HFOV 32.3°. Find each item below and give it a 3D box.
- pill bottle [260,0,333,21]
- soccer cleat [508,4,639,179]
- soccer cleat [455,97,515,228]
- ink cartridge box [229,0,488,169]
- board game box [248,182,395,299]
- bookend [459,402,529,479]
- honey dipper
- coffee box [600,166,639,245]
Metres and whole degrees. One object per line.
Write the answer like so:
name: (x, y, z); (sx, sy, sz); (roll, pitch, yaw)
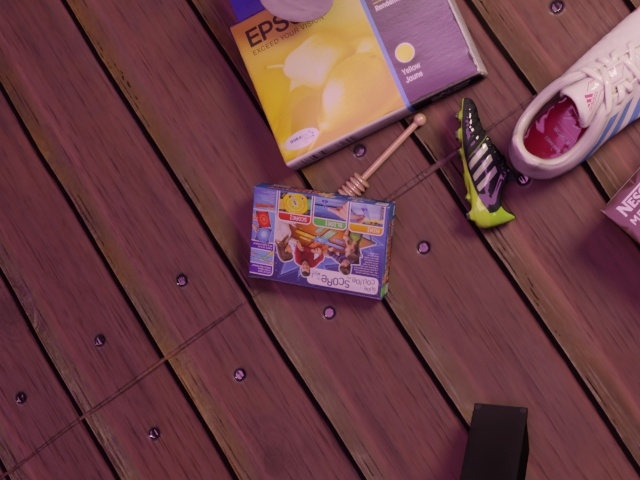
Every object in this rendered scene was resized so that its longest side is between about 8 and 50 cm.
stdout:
pill bottle: (-0.021, -0.412, 1.496); (0.121, 0.121, 0.221); (-4, 59, 18)
soccer cleat: (0.374, -0.199, 1.398); (0.331, 0.143, 0.116); (-45, 77, 12)
soccer cleat: (0.223, -0.106, 1.495); (0.072, 0.060, 0.179); (-9, 93, 8)
ink cartridge box: (0.034, -0.301, 1.550); (0.303, 0.072, 0.307); (-25, 83, 16)
board game box: (0.000, 0.000, 1.555); (0.201, 0.035, 0.136); (10, 107, 18)
bookend: (0.233, 0.326, 1.462); (0.072, 0.156, 0.157); (3, 46, 18)
honey dipper: (0.088, -0.118, 1.550); (0.030, 0.030, 0.160); (45, 100, 13)
coffee box: (0.487, -0.081, 1.383); (0.141, 0.098, 0.246); (44, 101, 14)
